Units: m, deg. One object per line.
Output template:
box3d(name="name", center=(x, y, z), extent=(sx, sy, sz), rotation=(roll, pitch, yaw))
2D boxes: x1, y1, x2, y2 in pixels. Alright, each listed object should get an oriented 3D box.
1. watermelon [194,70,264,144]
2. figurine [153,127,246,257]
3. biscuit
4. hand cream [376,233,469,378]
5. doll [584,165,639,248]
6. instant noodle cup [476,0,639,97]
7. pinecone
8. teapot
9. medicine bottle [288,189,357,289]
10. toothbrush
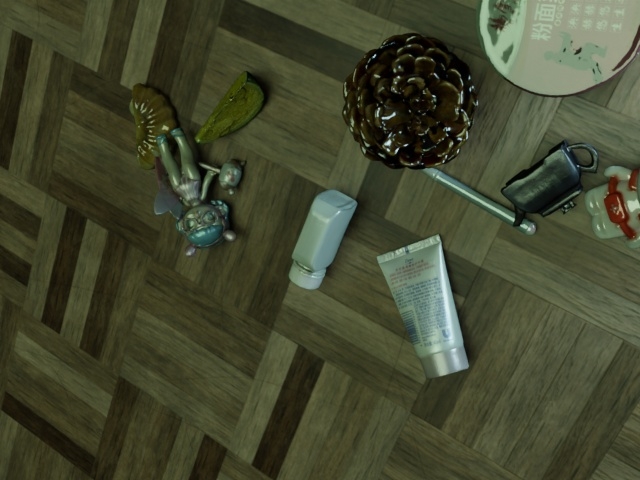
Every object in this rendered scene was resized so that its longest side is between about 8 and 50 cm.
box3d(name="watermelon", center=(-0.176, -0.271, 1.377), extent=(0.181, 0.092, 0.075), rotation=(-43, 68, 36))
box3d(name="figurine", center=(-0.246, -0.109, 1.455), extent=(0.205, 0.103, 0.260), rotation=(-22, 90, -7))
box3d(name="biscuit", center=(-0.359, -0.239, 1.490), extent=(0.118, 0.061, 0.183), rotation=(5, 103, 24))
box3d(name="hand cream", center=(0.193, 0.126, 1.299), extent=(0.133, 0.083, 0.247), rotation=(-19, 82, 28))
box3d(name="doll", center=(0.541, -0.079, 1.037), extent=(0.290, 0.130, 0.161), rotation=(-21, 79, 43))
box3d(name="instant noodle cup", center=(0.364, -0.330, 1.039), extent=(0.235, 0.178, 0.234), rotation=(6, 104, 25))
box3d(name="pinecone", center=(0.148, -0.222, 1.144), extent=(0.224, 0.272, 0.224), rotation=(-1, 98, -6))
box3d(name="teapot", center=(0.375, -0.087, 1.146), extent=(0.177, 0.087, 0.096), rotation=(-40, 88, 28))
box3d(name="medicine bottle", center=(0.000, 0.000, 1.332), extent=(0.069, 0.119, 0.183), rotation=(28, 115, 15))
box3d(name="toothbrush", center=(0.229, -0.106, 1.248), extent=(0.342, 0.025, 0.030), rotation=(35, 112, 16))
